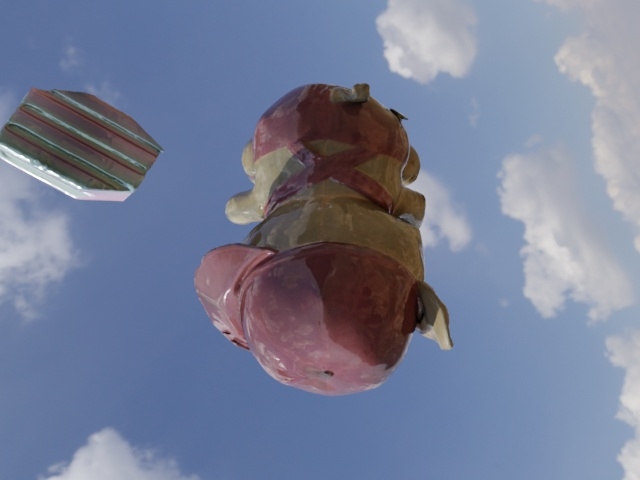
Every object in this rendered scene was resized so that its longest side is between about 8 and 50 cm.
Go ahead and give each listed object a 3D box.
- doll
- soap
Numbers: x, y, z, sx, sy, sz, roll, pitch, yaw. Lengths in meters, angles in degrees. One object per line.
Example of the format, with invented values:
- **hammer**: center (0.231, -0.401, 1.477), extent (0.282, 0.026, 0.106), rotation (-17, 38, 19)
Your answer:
- **doll**: center (0.002, 0.002, 0.541), extent (0.152, 0.196, 0.255), rotation (36, -134, -45)
- **soap**: center (-0.250, -0.098, 0.700), extent (0.149, 0.056, 0.100), rotation (29, -111, -12)
